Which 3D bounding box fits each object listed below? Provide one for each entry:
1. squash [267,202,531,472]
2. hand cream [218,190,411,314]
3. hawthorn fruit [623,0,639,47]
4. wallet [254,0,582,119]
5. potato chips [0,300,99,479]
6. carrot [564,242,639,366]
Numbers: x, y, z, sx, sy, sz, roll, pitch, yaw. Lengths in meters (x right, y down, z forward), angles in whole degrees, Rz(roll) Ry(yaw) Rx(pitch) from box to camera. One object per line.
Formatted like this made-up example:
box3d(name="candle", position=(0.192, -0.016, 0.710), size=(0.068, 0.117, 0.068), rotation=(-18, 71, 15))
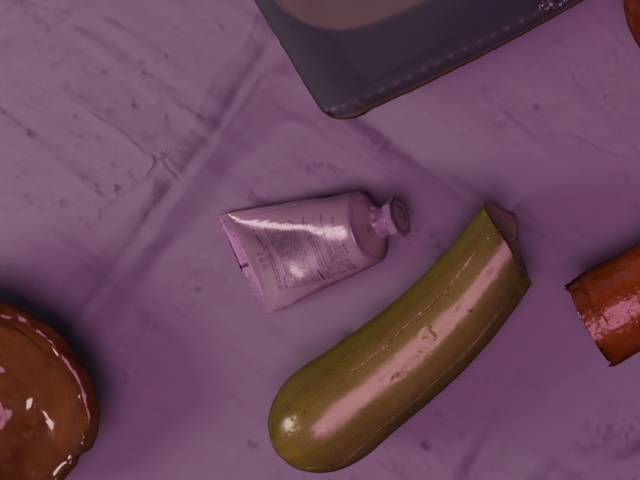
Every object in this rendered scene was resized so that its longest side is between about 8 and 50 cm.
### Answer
box3d(name="squash", position=(0.059, 0.081, 1.323), size=(0.083, 0.083, 0.250), rotation=(45, 106, -5))
box3d(name="hand cream", position=(0.000, 0.000, 1.332), size=(0.142, 0.053, 0.084), rotation=(-17, 102, 30))
box3d(name="hawthorn fruit", position=(0.254, -0.165, 1.169), size=(0.149, 0.189, 0.149), rotation=(4, 97, 38))
box3d(name="wallet", position=(0.028, -0.279, 1.193), size=(0.252, 0.083, 0.360), rotation=(-25, 115, 13))
box3d(name="potato chips", position=(-0.269, 0.112, 1.401), size=(0.208, 0.062, 0.195), rotation=(-4, 111, 10))
box3d(name="carrot", position=(0.276, 0.009, 1.275), size=(0.205, 0.072, 0.072), rotation=(-32, 99, 11))
